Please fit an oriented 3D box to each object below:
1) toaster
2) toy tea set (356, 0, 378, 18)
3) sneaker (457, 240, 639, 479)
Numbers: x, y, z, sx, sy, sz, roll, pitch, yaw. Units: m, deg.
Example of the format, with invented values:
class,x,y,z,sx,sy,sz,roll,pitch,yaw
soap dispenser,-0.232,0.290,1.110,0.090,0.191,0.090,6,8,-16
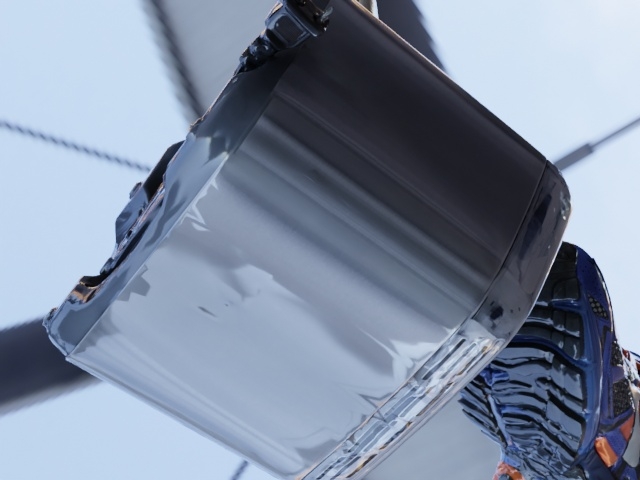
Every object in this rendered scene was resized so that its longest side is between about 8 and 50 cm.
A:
class,x,y,z,sx,sy,sz,roll,pitch,yaw
toaster,0.000,0.000,0.807,0.146,0.227,0.129,35,-136,-7
toy tea set,-0.027,-0.195,1.523,0.124,0.200,0.336,-5,-103,-3
sneaker,0.118,0.071,0.927,0.083,0.221,0.087,28,-120,30
